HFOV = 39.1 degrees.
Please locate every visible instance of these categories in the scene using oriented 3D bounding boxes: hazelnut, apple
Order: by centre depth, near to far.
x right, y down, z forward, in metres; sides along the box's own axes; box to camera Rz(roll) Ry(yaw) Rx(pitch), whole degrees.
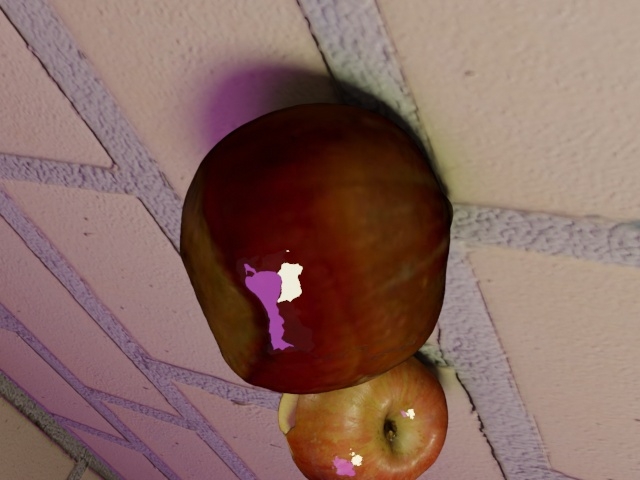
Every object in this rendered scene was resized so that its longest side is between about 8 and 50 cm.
[{"bbox_3d":[0.000,0.000,0.705,0.229,0.229,0.229,22,151,13],"label":"hazelnut"},{"bbox_3d":[0.041,0.192,1.001,0.199,0.199,0.199,22,151,13],"label":"apple"}]
